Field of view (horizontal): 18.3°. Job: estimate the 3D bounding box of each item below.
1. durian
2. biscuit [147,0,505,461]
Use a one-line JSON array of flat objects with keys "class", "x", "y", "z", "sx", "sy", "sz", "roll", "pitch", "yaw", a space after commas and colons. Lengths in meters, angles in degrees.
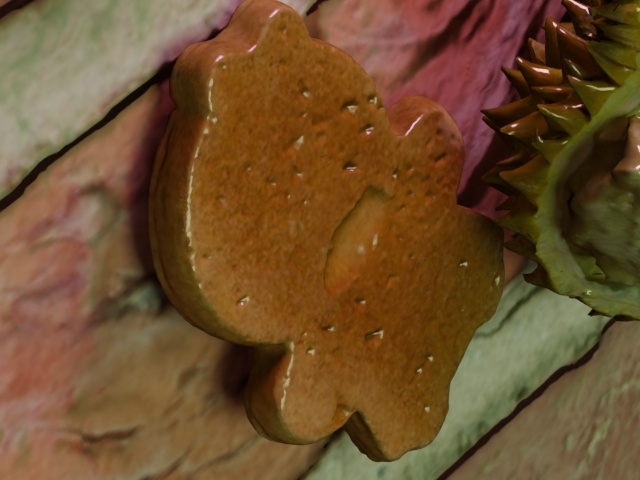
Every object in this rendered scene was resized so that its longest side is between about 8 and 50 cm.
[{"class": "durian", "x": 0.167, "y": -0.047, "z": 0.868, "sx": 0.306, "sy": 0.166, "sz": 0.172, "roll": 39, "pitch": 72, "yaw": -52}, {"class": "biscuit", "x": 0.000, "y": 0.000, "z": 0.830, "sx": 0.225, "sy": 0.036, "sz": 0.166, "roll": 40, "pitch": 71, "yaw": -45}]
